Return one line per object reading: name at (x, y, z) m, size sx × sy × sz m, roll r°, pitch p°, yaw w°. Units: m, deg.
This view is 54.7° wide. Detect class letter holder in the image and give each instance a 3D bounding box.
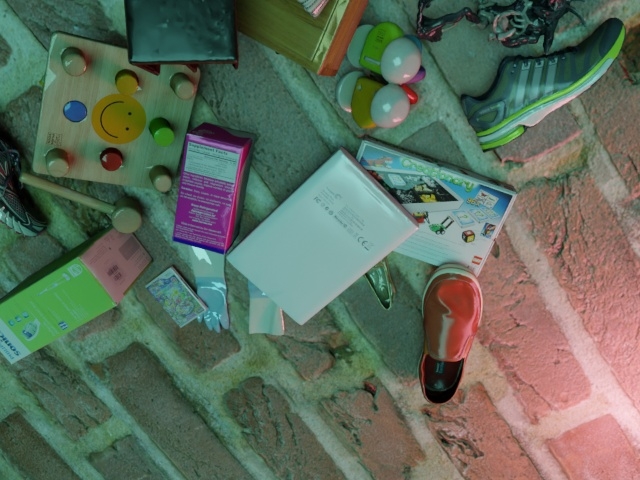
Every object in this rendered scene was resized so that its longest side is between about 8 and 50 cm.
letter holder at (-0.203, -0.409, 0.930) m, size 0.152 × 0.214 × 0.301 m, roll -3°, pitch 100°, yaw -5°

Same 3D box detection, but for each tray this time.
tray at (-0.117, -0.446, 0.988) m, size 0.411 × 0.076 × 0.202 m, roll 33°, pitch 113°, yaw 17°

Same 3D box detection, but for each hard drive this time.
hard drive at (0.000, 0.000, 1.197) m, size 0.210 × 0.040 × 0.319 m, roll 43°, pitch 112°, yaw -12°

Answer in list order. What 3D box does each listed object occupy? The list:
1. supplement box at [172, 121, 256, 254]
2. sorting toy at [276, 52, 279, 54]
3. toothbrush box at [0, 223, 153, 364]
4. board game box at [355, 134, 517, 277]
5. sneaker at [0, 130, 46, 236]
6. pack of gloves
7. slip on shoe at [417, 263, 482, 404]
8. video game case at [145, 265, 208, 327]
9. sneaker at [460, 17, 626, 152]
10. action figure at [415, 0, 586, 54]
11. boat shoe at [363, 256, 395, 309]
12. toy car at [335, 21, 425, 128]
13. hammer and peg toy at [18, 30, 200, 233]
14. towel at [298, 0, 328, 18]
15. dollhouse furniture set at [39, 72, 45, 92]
supplement box at (-0.204, -0.102, 1.196) m, size 0.114 × 0.111 × 0.219 m, roll 15°, pitch 112°, yaw 1°
sorting toy at (0.050, -0.462, 1.040) m, size 0.126 × 0.127 × 0.365 m, roll 17°, pitch 116°, yaw -28°
toothbrush box at (-0.515, 0.100, 1.263) m, size 0.283 × 0.206 × 0.122 m, roll -27°, pitch 107°, yaw 15°
board game box at (0.195, -0.062, 1.196) m, size 0.306 × 0.053 × 0.192 m, roll 19°, pitch 114°, yaw -1°
sneaker at (-0.641, -0.138, 1.236) m, size 0.112 × 0.121 × 0.299 m, roll -32°, pitch 116°, yaw -14°
pack of gloves at (-0.182, 0.106, 1.314) m, size 0.195 × 0.046 × 0.232 m, roll 0°, pitch 112°, yaw 6°
slip on shoe at (0.258, 0.196, 1.252) m, size 0.123 × 0.101 × 0.331 m, roll 7°, pitch 119°, yaw 5°
video game case at (-0.313, 0.124, 1.344) m, size 0.087 × 0.011 × 0.122 m, roll -33°, pitch 101°, yaw 26°
sneaker at (0.375, -0.282, 1.061) m, size 0.300 × 0.111 × 0.121 m, roll -38°, pitch 99°, yaw 17°
action figure at (0.294, -0.387, 1.001) m, size 0.276 × 0.141 × 0.163 m, roll 1°, pitch 82°, yaw 11°
boat shoe at (0.113, 0.069, 1.262) m, size 0.056 × 0.048 × 0.152 m, roll -16°, pitch 109°, yaw 13°
toy car at (0.121, -0.284, 1.080) m, size 0.136 × 0.159 × 0.181 m, roll -6°, pitch 120°, yaw -34°
hammer and peg toy at (-0.387, -0.173, 1.128) m, size 0.266 × 0.127 × 0.361 m, roll 7°, pitch 116°, yaw -29°
towel at (-0.030, -0.511, 0.781) m, size 0.324 × 0.056 × 0.312 m, roll 36°, pitch 101°, yaw -23°
dollhouse furniture set at (-0.472, -0.283, 1.182) m, size 0.152 × 0.058 × 0.076 m, roll 29°, pitch 112°, yaw -5°
